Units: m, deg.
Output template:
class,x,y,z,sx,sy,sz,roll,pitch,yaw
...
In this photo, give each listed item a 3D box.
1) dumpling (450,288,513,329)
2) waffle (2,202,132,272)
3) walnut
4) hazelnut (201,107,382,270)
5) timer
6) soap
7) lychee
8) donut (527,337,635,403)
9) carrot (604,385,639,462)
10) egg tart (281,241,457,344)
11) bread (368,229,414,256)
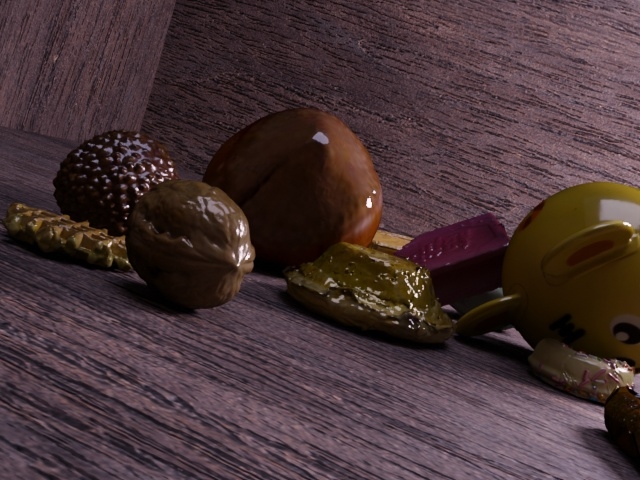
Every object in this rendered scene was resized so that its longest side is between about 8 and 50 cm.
class,x,y,z,sx,sy,sz,roll,pitch,yaw
dumpling,0.351,0.136,1.648,0.216,0.105,0.149,7,-36,-1
waffle,-0.336,-0.003,1.106,0.192,0.046,0.160,15,6,-32
walnut,-0.158,0.005,1.001,0.155,0.156,0.184,12,10,-42
hazelnut,-0.050,-0.081,1.551,0.372,0.315,0.372,26,-25,13
timer,0.451,0.075,1.363,0.386,0.376,0.376,-4,17,-35
soap,0.253,0.051,1.577,0.249,0.099,0.162,-19,28,3
lychee,-0.313,-0.087,1.293,0.200,0.200,0.238,21,19,39
donut,0.399,0.199,1.226,0.165,0.065,0.108,19,6,21
carrot,0.380,0.226,0.923,0.068,0.069,0.229,17,7,1
egg tart,0.084,0.073,1.280,0.294,0.116,0.295,17,7,-2
bread,0.176,0.048,1.857,0.190,0.114,0.132,9,13,15
